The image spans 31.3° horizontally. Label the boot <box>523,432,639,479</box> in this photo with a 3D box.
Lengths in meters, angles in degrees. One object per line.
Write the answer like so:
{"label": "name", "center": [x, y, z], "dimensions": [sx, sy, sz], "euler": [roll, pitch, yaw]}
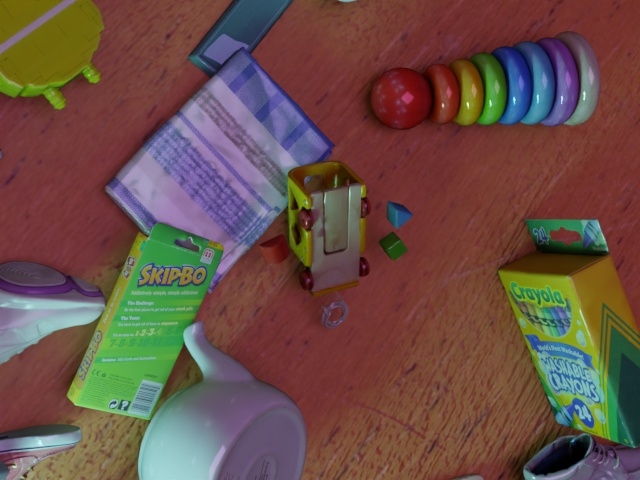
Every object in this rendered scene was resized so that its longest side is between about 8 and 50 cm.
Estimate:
{"label": "boot", "center": [0.427, 0.345, 1.747], "dimensions": [0.258, 0.095, 0.123], "euler": [-23, 123, -17]}

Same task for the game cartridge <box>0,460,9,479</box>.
{"label": "game cartridge", "center": [-0.513, 0.414, 1.326], "dimensions": [0.068, 0.230, 0.355], "euler": [31, 92, 8]}

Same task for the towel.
{"label": "towel", "center": [-0.135, -0.097, 1.571], "dimensions": [0.209, 0.034, 0.285], "euler": [46, 76, -19]}

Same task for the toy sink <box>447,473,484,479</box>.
{"label": "toy sink", "center": [0.218, 0.481, 1.668], "dimensions": [0.152, 0.131, 0.234], "euler": [-11, 95, -20]}

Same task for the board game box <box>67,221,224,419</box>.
{"label": "board game box", "center": [-0.227, 0.105, 1.500], "dimensions": [0.124, 0.039, 0.259], "euler": [21, 97, -43]}

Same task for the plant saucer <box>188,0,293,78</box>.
{"label": "plant saucer", "center": [-0.102, -0.306, 1.592], "dimensions": [0.067, 0.018, 0.192], "euler": [40, 79, -16]}

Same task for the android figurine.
{"label": "android figurine", "center": [-0.387, -0.293, 1.437], "dimensions": [0.273, 0.056, 0.248], "euler": [51, 60, -13]}

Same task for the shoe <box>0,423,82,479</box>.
{"label": "shoe", "center": [-0.395, 0.291, 1.475], "dimensions": [0.178, 0.063, 0.081], "euler": [-8, 95, -15]}

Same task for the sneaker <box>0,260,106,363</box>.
{"label": "sneaker", "center": [-0.426, 0.113, 1.450], "dimensions": [0.305, 0.114, 0.152], "euler": [-6, 113, -21]}

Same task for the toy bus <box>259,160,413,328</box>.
{"label": "toy bus", "center": [0.005, -0.011, 1.591], "dimensions": [0.202, 0.104, 0.191], "euler": [-49, 128, 7]}

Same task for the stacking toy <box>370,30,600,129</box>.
{"label": "stacking toy", "center": [0.233, -0.220, 1.662], "dimensions": [0.330, 0.141, 0.141], "euler": [-9, 94, -16]}

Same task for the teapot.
{"label": "teapot", "center": [-0.152, 0.288, 1.505], "dimensions": [0.256, 0.187, 0.252], "euler": [-52, 143, -31]}

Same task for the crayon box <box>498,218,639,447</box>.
{"label": "crayon box", "center": [0.378, 0.130, 1.682], "dimensions": [0.083, 0.203, 0.323], "euler": [-25, 99, -18]}

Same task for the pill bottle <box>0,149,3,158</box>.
{"label": "pill bottle", "center": [-0.464, -0.146, 1.427], "dimensions": [0.078, 0.078, 0.137], "euler": [-32, 102, -17]}
